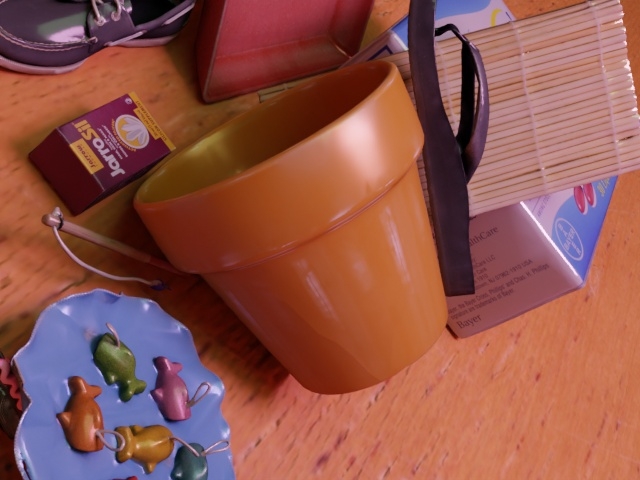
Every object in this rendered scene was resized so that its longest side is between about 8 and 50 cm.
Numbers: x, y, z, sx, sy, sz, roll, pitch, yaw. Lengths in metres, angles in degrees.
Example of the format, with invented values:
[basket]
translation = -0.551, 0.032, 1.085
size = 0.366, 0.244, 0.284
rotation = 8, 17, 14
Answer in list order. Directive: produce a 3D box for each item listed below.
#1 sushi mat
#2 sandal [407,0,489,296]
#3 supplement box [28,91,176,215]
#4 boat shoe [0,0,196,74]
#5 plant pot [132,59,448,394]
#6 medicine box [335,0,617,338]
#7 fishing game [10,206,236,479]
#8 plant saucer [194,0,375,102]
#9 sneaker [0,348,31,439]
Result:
[sushi mat]
translation = 0.112, -0.093, 0.690
size = 0.019, 0.316, 0.152
rotation = -104, 178, -81
[sandal]
translation = 0.105, -0.082, 0.636
size = 0.097, 0.054, 0.255
rotation = -73, 154, -68
[supplement box]
translation = -0.154, -0.063, 0.582
size = 0.055, 0.043, 0.083
rotation = 54, 39, -7
[boat shoe]
translation = -0.171, -0.181, 0.624
size = 0.206, 0.065, 0.075
rotation = -29, 88, -51
[plant pot]
translation = 0.000, 0.000, 0.598
size = 0.188, 0.205, 0.205
rotation = 62, 36, -19
[medicine box]
translation = 0.153, -0.099, 0.847
size = 0.289, 0.149, 0.263
rotation = 52, 39, -9
[fishing game]
translation = -0.104, 0.108, 0.493
size = 0.189, 0.041, 0.264
rotation = 29, 42, -52
[plant saucer]
translation = -0.013, -0.270, 0.743
size = 0.047, 0.259, 0.258
rotation = 33, 33, 20
[sneaker]
translation = -0.206, 0.068, 0.448
size = 0.057, 0.047, 0.119
rotation = -38, 104, -20
